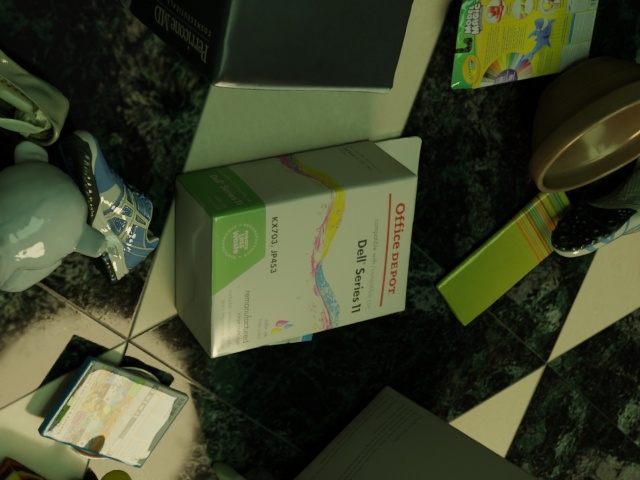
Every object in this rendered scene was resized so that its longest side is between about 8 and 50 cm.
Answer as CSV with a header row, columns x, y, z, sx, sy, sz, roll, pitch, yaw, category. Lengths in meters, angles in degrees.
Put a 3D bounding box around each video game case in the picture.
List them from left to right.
x,y,z,sx,sy,sz,roll,pitch,yaw,category
-0.262,0.221,1.669,0.166,0.015,0.119,29,100,-41,video game case

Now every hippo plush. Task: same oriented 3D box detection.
x,y,z,sx,sy,sz,roll,pitch,yaw,category
-0.375,-0.019,1.364,0.234,0.294,0.236,50,53,-1,hippo plush

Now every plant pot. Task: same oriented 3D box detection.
x,y,z,sx,sy,sz,roll,pitch,yaw,category
0.373,-0.173,1.770,0.237,0.110,0.237,-24,161,-9,plant pot

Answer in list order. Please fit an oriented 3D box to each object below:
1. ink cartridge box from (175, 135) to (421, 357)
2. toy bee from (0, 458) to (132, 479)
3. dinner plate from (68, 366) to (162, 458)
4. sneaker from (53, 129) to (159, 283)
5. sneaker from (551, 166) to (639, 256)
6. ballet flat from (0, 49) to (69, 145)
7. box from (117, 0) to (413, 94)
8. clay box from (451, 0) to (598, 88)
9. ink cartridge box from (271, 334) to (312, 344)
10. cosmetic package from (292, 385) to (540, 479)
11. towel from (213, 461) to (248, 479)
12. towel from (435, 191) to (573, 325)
x,y,z,sx,sy,sz,roll,pitch,yaw,category
0.000,0.000,1.657,0.353,0.119,0.207,-13,123,-26,ink cartridge box
-0.286,0.385,1.679,0.298,0.162,0.195,14,107,-37,toy bee
-0.268,0.220,1.685,0.141,0.017,0.141,-15,124,-24,dinner plate
-0.246,-0.049,1.508,0.081,0.080,0.211,-32,139,-21,sneaker
0.436,-0.031,1.928,0.237,0.085,0.086,-30,137,-25,sneaker
-0.348,-0.166,1.361,0.213,0.072,0.068,35,53,-43,ballet flat
-0.042,-0.382,1.289,0.212,0.293,0.395,-3,118,-31,box
0.257,-0.275,1.702,0.222,0.053,0.127,-12,124,-26,clay box
-0.056,0.114,1.736,0.083,0.048,0.028,-4,119,-31,ink cartridge box
0.170,0.389,1.806,0.217,0.385,0.156,-42,133,-16,cosmetic package
0.013,0.430,1.792,0.038,0.325,0.248,-48,133,-20,towel
0.275,0.017,1.912,0.237,0.021,0.102,-41,127,-5,towel
